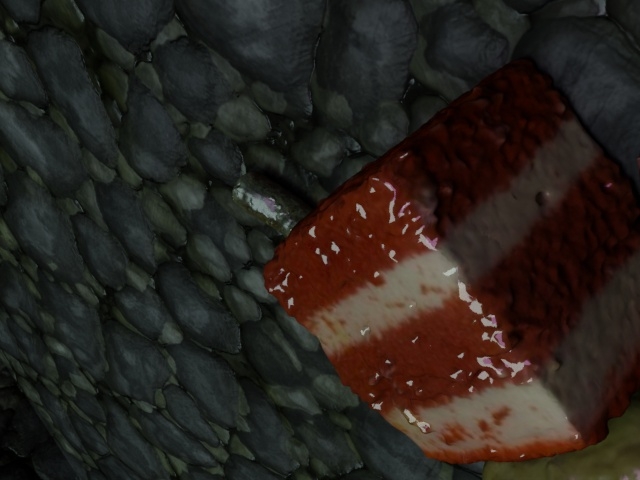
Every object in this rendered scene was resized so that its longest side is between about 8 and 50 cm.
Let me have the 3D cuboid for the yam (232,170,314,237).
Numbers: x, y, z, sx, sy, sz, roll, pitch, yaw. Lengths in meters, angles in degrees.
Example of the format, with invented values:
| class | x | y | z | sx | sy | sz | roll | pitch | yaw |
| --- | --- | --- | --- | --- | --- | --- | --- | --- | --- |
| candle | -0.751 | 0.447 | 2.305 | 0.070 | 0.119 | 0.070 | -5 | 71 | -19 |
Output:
| class | x | y | z | sx | sy | sz | roll | pitch | yaw |
| --- | --- | --- | --- | --- | --- | --- | --- | --- | --- |
| yam | 0.000 | 0.000 | 1.235 | 0.274 | 0.061 | 0.061 | 37 | 143 | 14 |

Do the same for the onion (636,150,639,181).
| class | x | y | z | sx | sy | sz | roll | pitch | yaw |
| --- | --- | --- | --- | --- | --- | --- | --- | --- | --- |
| onion | 0.342 | -0.080 | 0.771 | 0.140 | 0.150 | 0.150 | -5 | 127 | 5 |

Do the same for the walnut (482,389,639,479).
| class | x | y | z | sx | sy | sz | roll | pitch | yaw |
| --- | --- | --- | --- | --- | --- | --- | --- | --- | --- |
| walnut | 0.325 | 0.277 | 0.957 | 0.277 | 0.253 | 0.282 | 31 | 160 | -29 |

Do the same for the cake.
| class | x | y | z | sx | sy | sz | roll | pitch | yaw |
| --- | --- | --- | --- | --- | --- | --- | --- | --- | --- |
| cake | 0.155 | 0.040 | 0.928 | 0.319 | 0.269 | 0.270 | 53 | 144 | -3 |
